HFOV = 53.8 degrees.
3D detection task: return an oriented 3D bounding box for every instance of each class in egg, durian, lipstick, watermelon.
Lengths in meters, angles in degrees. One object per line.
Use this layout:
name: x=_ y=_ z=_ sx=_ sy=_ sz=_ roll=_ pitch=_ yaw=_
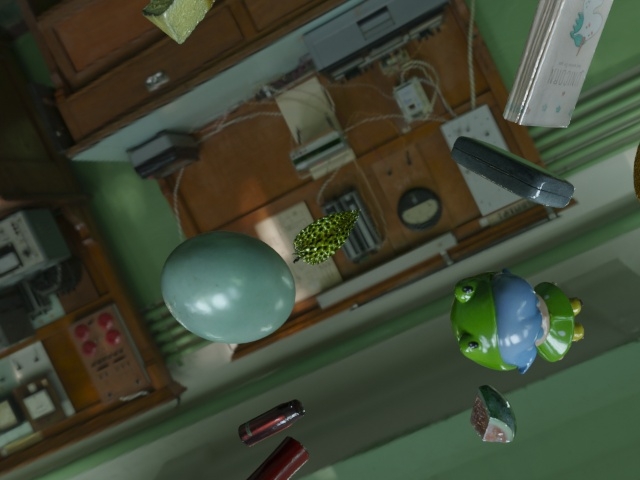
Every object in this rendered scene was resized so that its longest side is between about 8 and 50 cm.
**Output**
egg: x=-0.220 y=0.117 z=1.564 sx=0.276 sy=0.275 sz=0.389 roll=-26 pitch=155 yaw=28
durian: x=0.000 y=0.000 z=1.425 sx=0.215 sy=0.086 sz=0.100 roll=-36 pitch=180 yaw=23
lipstick: x=-0.130 y=0.564 z=1.470 sx=0.241 sy=0.080 sz=0.080 roll=-40 pitch=-172 yaw=-32
watermelon: x=0.274 y=0.281 z=1.024 sx=0.072 sy=0.092 sz=0.084 roll=-36 pitch=-173 yaw=5

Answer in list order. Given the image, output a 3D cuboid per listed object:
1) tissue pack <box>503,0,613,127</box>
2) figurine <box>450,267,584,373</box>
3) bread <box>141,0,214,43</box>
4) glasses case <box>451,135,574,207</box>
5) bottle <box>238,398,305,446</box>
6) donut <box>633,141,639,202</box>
tissue pack: x=0.488 y=-0.395 z=1.282 sx=0.170 sy=0.325 sz=0.071 roll=-7 pitch=-149 yaw=-36
figurine: x=0.315 y=0.127 z=0.999 sx=0.264 sy=0.162 sz=0.143 roll=6 pitch=169 yaw=-33
bread: x=-0.296 y=-0.601 z=1.470 sx=0.266 sy=0.178 sz=0.142 roll=-52 pitch=141 yaw=-4
glasses case: x=0.452 y=-0.170 z=1.520 sx=0.131 sy=0.074 sz=0.323 roll=7 pitch=-159 yaw=-32
bottle: x=-0.111 y=0.423 z=1.472 sx=0.164 sy=0.060 sz=0.060 roll=-32 pitch=178 yaw=18
donut: x=0.659 y=-0.112 z=1.177 sx=0.101 sy=0.152 sz=0.259 roll=11 pitch=-146 yaw=-2
